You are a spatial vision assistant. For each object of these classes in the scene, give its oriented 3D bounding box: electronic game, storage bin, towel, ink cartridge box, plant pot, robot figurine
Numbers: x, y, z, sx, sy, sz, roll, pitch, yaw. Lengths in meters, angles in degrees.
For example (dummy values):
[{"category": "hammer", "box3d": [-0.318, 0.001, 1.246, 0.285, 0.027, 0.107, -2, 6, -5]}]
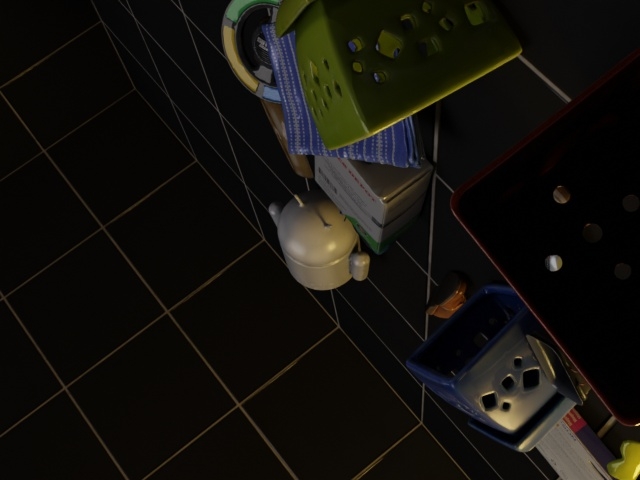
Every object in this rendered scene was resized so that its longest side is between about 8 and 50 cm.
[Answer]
[{"category": "electronic game", "box3d": [-0.087, -0.360, 1.680, 0.229, 0.048, 0.229, 17, 126, 26]}, {"category": "storage bin", "box3d": [0.413, 0.184, 1.470, 0.135, 0.091, 0.098, 57, 168, -25]}, {"category": "towel", "box3d": [0.028, -0.242, 1.494, 0.336, 0.040, 0.243, 13, 123, 49]}, {"category": "ink cartridge box", "box3d": [0.094, -0.127, 1.728, 0.211, 0.122, 0.289, 51, 169, 13]}, {"category": "plant pot", "box3d": [-0.077, -0.229, 1.869, 0.236, 0.032, 0.236, 156, 90, -89]}, {"category": "plant pot", "box3d": [0.303, -0.012, 0.930, 0.267, 0.267, 0.236, 52, -178, 2]}, {"category": "plant pot", "box3d": [0.328, 0.231, 1.624, 0.212, 0.236, 0.236, 49, 169, -12]}, {"category": "robot figurine", "box3d": [0.000, 0.000, 2.320, 0.300, 0.199, 0.353, 28, 162, 17]}, {"category": "ink cartridge box", "box3d": [0.561, 0.472, 1.817, 0.324, 0.071, 0.330, 52, 169, 18]}, {"category": "plant pot", "box3d": [0.077, -0.259, 1.148, 0.207, 0.227, 0.228, 61, 169, -6]}]

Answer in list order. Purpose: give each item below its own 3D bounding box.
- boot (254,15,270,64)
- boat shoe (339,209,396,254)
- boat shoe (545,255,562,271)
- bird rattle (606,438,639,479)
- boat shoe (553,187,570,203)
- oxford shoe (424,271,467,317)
[{"category": "boot", "box3d": [-0.094, -0.360, 1.856, 0.207, 0.090, 0.248, 35, 163, 53]}, {"category": "boat shoe", "box3d": [0.094, -0.055, 2.014, 0.089, 0.109, 0.258, 50, 167, 32]}, {"category": "boat shoe", "box3d": [0.338, 0.045, 1.331, 0.083, 0.065, 0.183, 25, 163, 36]}, {"category": "bird rattle", "box3d": [0.573, 0.339, 1.344, 0.207, 0.143, 0.254, 45, 161, -28]}, {"category": "boat shoe", "box3d": [0.288, -0.015, 1.343, 0.098, 0.096, 0.277, 47, 170, 11]}, {"category": "oxford shoe", "box3d": [0.283, 0.120, 1.929, 0.076, 0.076, 0.212, 22, 164, 1]}]
